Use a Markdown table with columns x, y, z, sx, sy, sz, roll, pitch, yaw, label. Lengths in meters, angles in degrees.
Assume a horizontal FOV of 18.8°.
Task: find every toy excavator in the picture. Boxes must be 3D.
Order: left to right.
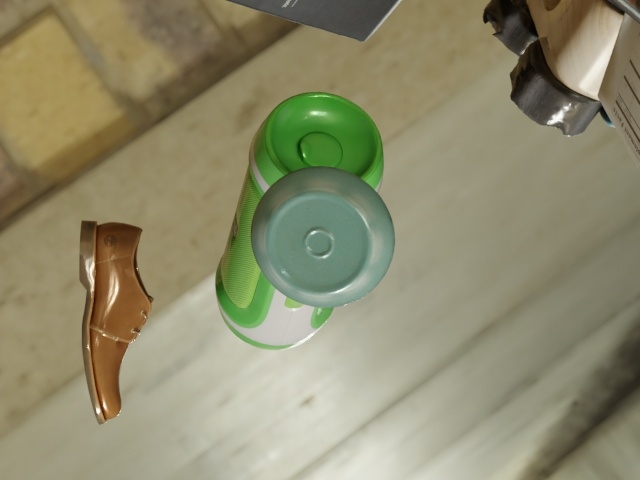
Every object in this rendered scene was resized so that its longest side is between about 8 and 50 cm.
| x | y | z | sx | sy | sz | roll | pitch | yaw | label |
| --- | --- | --- | --- | --- | --- | --- | --- | --- | --- |
| 0.430 | -0.265 | 2.243 | 0.445 | 0.222 | 0.433 | 19 | -145 | -21 | toy excavator |

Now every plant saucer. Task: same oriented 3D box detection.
| x | y | z | sx | sy | sz | roll | pitch | yaw | label |
| --- | --- | --- | --- | --- | --- | --- | --- | --- | --- |
| 0.000 | 0.000 | 1.567 | 0.119 | 0.119 | 0.021 | 55 | -164 | -6 | plant saucer |

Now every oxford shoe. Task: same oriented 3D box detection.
| x | y | z | sx | sy | sz | roll | pitch | yaw | label |
| --- | --- | --- | --- | --- | --- | --- | --- | --- | --- |
| -0.209 | 0.086 | 1.982 | 0.076 | 0.076 | 0.212 | -120 | 31 | -79 | oxford shoe |

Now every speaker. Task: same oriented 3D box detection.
| x | y | z | sx | sy | sz | roll | pitch | yaw | label |
| --- | --- | --- | --- | --- | --- | --- | --- | --- | --- |
| -0.024 | -0.013 | 1.825 | 0.131 | 0.131 | 0.296 | 52 | 152 | 19 | speaker |

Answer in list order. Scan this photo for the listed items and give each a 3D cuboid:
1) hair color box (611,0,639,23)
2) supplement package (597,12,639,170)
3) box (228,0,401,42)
| x | y | z | sx | sy | sz | roll | pitch | yaw | label |
| --- | --- | --- | --- | --- | --- | --- | --- | --- | --- |
| 0.334 | -0.275 | 1.293 | 0.105 | 0.347 | 0.174 | 33 | -168 | -41 | hair color box |
| 0.370 | -0.187 | 1.793 | 0.244 | 0.139 | 0.134 | 102 | 156 | -43 | supplement package |
| -0.085 | -0.428 | 2.115 | 0.395 | 0.212 | 0.293 | 12 | -139 | -39 | box |
